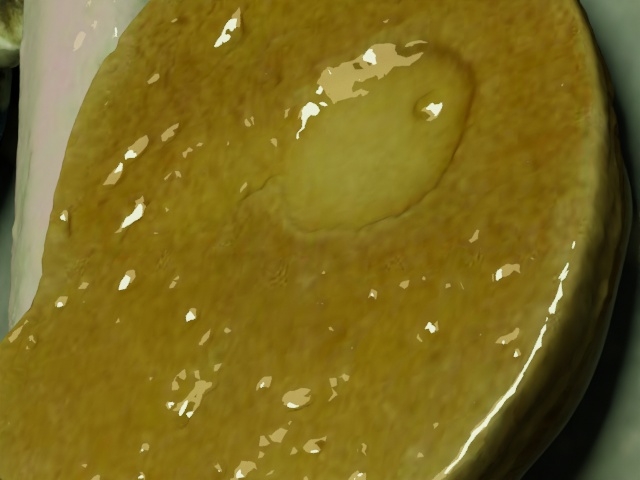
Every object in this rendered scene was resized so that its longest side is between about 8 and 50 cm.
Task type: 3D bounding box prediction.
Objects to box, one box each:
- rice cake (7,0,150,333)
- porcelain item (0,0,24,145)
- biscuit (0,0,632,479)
[{"bbox_3d":[-0.068,-0.078,0.594,0.072,0.056,0.365,-20,63,46],"label":"rice cake"},{"bbox_3d":[-0.205,-0.121,0.708,0.186,0.138,0.288,-40,49,47],"label":"porcelain item"},{"bbox_3d":[0.000,0.000,0.476,0.181,0.049,0.208,-2,63,32],"label":"biscuit"}]
